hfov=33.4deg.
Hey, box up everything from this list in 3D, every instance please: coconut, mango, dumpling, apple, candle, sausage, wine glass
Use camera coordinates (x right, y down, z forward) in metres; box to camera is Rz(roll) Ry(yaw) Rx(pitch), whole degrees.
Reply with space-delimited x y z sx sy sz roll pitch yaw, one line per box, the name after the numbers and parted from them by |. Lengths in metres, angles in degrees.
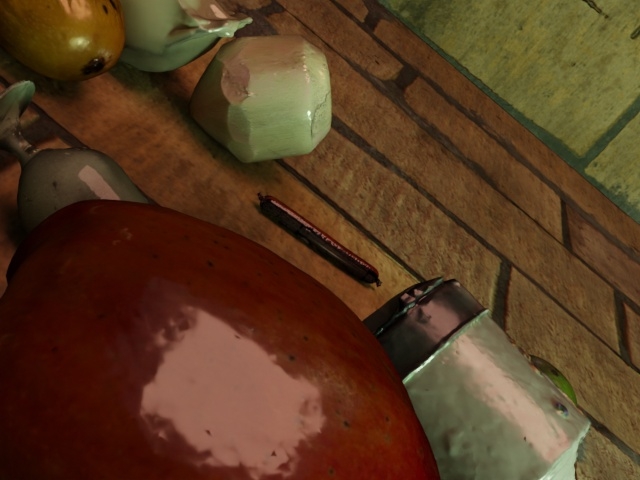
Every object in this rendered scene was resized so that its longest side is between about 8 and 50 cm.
-0.078 -0.185 1.367 0.183 0.170 0.171 -3 33 -4 | coconut
-0.320 -0.294 1.220 0.177 0.120 0.295 15 34 -49 | mango
-0.201 -0.290 1.361 0.258 0.147 0.193 13 14 22 | dumpling
-0.087 0.144 0.758 0.365 0.295 0.329 39 -8 -13 | apple
0.162 0.196 1.023 0.330 0.187 0.187 47 23 11 | candle
0.000 0.000 1.328 0.198 0.025 0.028 36 -9 -16 | sausage
-0.208 -0.026 0.941 0.231 0.103 0.103 45 22 -1 | wine glass

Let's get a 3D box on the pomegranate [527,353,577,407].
0.197 0.182 1.175 0.169 0.148 0.148 27 25 -7 | pomegranate
